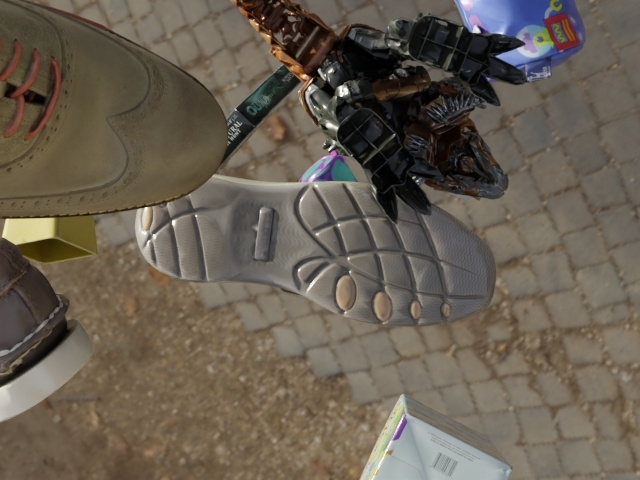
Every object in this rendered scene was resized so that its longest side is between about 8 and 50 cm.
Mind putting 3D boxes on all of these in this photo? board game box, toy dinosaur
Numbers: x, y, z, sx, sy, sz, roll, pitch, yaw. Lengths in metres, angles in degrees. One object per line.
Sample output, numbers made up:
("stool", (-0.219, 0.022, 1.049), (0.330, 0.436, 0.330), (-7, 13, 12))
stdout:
("board game box", (0.139, 0.303, 1.361), (0.144, 0.275, 0.142), (27, 89, 5))
("toy dinosaur", (0.042, -0.119, 0.899), (0.218, 0.322, 0.164), (-142, 66, -65))
("board game box", (-0.094, -0.093, 1.026), (0.026, 0.126, 0.186), (43, 130, -6))

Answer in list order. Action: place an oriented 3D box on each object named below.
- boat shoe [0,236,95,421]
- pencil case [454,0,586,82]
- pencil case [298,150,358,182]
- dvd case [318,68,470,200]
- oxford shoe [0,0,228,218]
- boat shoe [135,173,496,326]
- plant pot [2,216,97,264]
("boat shoe", (-0.303, 0.085, 0.697), (0.324, 0.116, 0.096), (-18, 111, 25))
("pencil case", (0.179, -0.314, 1.128), (0.306, 0.133, 0.119), (68, 167, -5))
("pencil case", (0.044, -0.035, 1.255), (0.151, 0.070, 0.064), (45, 172, -11))
("dvd case", (0.092, -0.144, 1.316), (0.022, 0.253, 0.180), (-41, 64, 20))
("oxford shoe", (-0.178, -0.067, 0.514), (0.130, 0.348, 0.123), (15, 97, 51))
("boat shoe", (0.000, 0.000, 0.953), (0.324, 0.116, 0.123), (14, 93, 10))
("plant pot", (-0.316, -0.026, 1.231), (0.081, 0.081, 0.083), (-10, 70, 23))
